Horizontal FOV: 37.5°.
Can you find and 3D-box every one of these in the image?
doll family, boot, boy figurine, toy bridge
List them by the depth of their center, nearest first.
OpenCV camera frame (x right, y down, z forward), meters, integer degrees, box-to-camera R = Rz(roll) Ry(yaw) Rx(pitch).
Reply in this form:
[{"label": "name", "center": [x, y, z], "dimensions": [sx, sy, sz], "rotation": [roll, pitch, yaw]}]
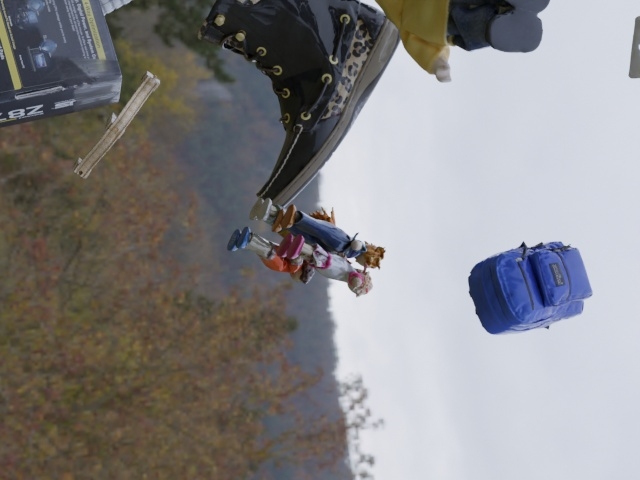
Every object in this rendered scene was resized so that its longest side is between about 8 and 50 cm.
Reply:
[{"label": "boy figurine", "center": [0.162, -0.291, 1.203], "dimensions": [0.285, 0.092, 0.177], "rotation": [25, -71, 60]}, {"label": "doll family", "center": [0.000, 0.000, 1.316], "dimensions": [0.263, 0.163, 0.118], "rotation": [9, -106, 61]}, {"label": "toy bridge", "center": [-0.296, -0.166, 1.367], "dimensions": [0.188, 0.026, 0.063], "rotation": [-49, -160, 11]}, {"label": "boot", "center": [-0.069, -0.265, 1.515], "dimensions": [0.377, 0.284, 0.138], "rotation": [-57, -171, 0]}]

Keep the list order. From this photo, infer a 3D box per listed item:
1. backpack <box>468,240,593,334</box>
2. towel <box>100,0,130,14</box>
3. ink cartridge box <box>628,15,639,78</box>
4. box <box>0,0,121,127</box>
[{"label": "backpack", "center": [0.229, 0.048, 1.044], "dimensions": [0.101, 0.120, 0.098], "rotation": [-41, -118, 53]}, {"label": "towel", "center": [-0.381, -0.531, 1.566], "dimensions": [0.121, 0.235, 0.284], "rotation": [55, -6, 46]}, {"label": "ink cartridge box", "center": [0.553, -0.275, 1.378], "dimensions": [0.061, 0.181, 0.104], "rotation": [24, 73, -59]}, {"label": "box", "center": [-0.440, -0.324, 1.106], "dimensions": [0.097, 0.318, 0.395], "rotation": [139, -66, -72]}]
